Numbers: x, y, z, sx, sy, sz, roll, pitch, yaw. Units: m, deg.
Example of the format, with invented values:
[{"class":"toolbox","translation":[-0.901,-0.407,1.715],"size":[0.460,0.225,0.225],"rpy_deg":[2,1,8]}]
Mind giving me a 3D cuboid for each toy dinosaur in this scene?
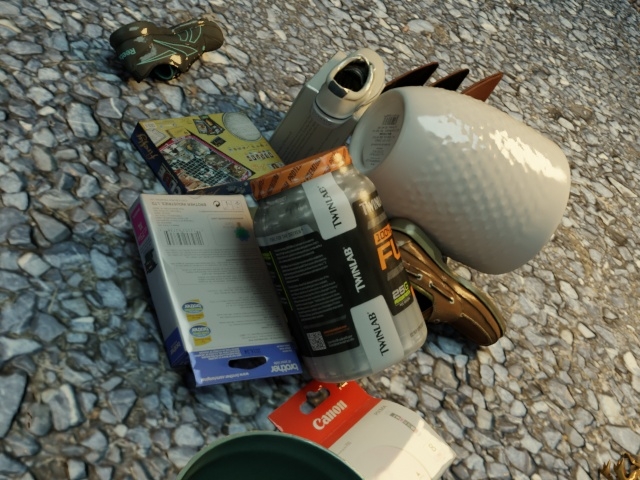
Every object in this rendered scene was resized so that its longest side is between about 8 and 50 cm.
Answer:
[{"class":"toy dinosaur","translation":[0.533,0.420,1.522],"size":[0.112,0.064,0.211],"rpy_deg":[34,38,-5]}]

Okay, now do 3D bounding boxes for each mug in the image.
[{"class":"mug","translation":[0.207,-0.137,1.632],"size":[0.328,0.276,0.374],"rpy_deg":[24,8,-28]}]

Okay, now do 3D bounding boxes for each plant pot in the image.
[{"class":"plant pot","translation":[-0.070,0.386,0.984],"size":[0.293,0.196,0.293],"rpy_deg":[20,40,-18]}]

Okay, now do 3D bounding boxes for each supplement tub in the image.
[{"class":"supplement tub","translation":[0.021,0.033,1.335],"size":[0.193,0.193,0.316],"rpy_deg":[-31,103,-50]}]

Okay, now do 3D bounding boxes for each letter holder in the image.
[{"class":"letter holder","translation":[0.236,-0.302,1.937],"size":[0.152,0.214,0.302],"rpy_deg":[44,38,10]}]

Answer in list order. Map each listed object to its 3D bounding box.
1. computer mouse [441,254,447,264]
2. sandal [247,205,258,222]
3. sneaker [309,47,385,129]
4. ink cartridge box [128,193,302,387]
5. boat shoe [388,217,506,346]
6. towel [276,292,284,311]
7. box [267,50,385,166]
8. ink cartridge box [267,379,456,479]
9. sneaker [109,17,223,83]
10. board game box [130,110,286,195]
[{"class":"computer mouse","translation":[0.207,0.024,1.711],"size":[0.106,0.042,0.193],"rpy_deg":[20,43,-21]},{"class":"sandal","translation":[-0.124,-0.031,1.507],"size":[0.072,0.049,0.180],"rpy_deg":[47,39,15]},{"class":"sneaker","translation":[0.067,-0.285,1.592],"size":[0.094,0.091,0.258],"rpy_deg":[34,40,-3]},{"class":"ink cartridge box","translation":[-0.157,0.074,1.337],"size":[0.185,0.065,0.311],"rpy_deg":[-1,58,-38]},{"class":"boat shoe","translation":[0.194,0.099,1.562],"size":[0.307,0.110,0.104],"rpy_deg":[42,63,-18]},{"class":"towel","translation":[-0.034,0.072,1.488],"size":[0.152,0.023,0.113],"rpy_deg":[6,45,-33]},{"class":"box","translation":[0.008,-0.234,1.717],"size":[0.119,0.182,0.181],"rpy_deg":[36,38,-1]},{"class":"ink cartridge box","translation":[0.066,0.286,1.313],"size":[0.232,0.066,0.189],"rpy_deg":[48,39,9]},{"class":"sneaker","translation":[-0.281,-0.355,1.718],"size":[0.267,0.101,0.106],"rpy_deg":[-20,85,-48]},{"class":"board game box","translation":[-0.189,-0.149,1.588],"size":[0.243,0.042,0.165],"rpy_deg":[-15,60,-46]}]
